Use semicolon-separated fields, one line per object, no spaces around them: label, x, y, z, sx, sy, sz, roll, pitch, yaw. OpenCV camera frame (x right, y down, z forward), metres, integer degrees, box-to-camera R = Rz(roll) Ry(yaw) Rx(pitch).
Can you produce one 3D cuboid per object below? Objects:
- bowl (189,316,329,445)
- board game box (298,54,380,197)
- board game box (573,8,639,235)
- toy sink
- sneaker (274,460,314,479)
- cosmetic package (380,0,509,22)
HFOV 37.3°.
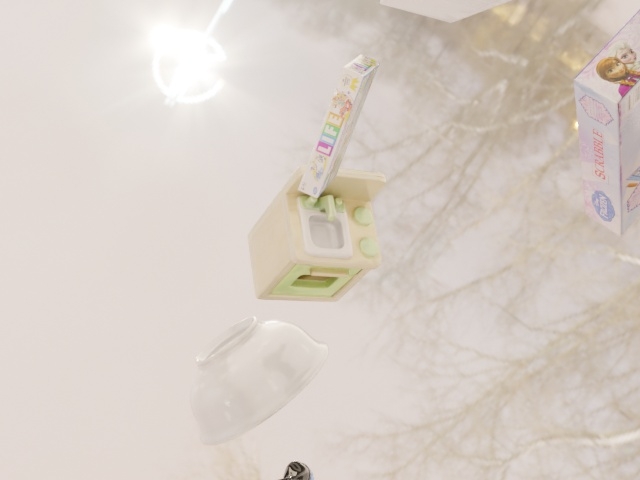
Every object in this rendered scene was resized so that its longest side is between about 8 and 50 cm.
bowl;-0.141;0.237;1.779;0.134;0.297;0.298;54;-166;-9
board game box;0.022;-0.136;1.114;0.026;0.154;0.103;23;-158;5
board game box;0.453;-0.204;1.204;0.066;0.319;0.318;39;169;31
toy sink;0.000;0.000;1.505;0.152;0.234;0.131;4;-119;-26
sneaker;-0.067;0.423;1.595;0.078;0.067;0.188;43;-154;-1
cosmetic package;0.231;-0.500;1.570;0.156;0.217;0.385;13;-174;-10
